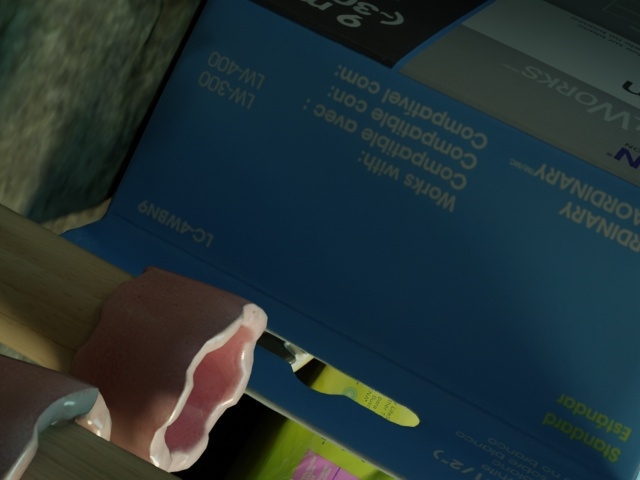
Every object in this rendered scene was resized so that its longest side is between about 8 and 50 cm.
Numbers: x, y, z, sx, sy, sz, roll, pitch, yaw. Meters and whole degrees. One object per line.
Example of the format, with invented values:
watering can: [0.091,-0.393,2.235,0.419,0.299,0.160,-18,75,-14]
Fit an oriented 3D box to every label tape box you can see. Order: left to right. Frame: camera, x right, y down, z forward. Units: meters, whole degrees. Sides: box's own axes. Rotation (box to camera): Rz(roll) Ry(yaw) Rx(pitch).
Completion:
label tape box: [0.073,-0.032,0.731,0.347,0.249,0.115,-36,150,-59]

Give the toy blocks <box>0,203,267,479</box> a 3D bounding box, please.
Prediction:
toy blocks: [-0.110,0.170,0.458,0.289,0.260,0.309,-66,165,16]

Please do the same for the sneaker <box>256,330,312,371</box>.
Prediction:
sneaker: [0.000,0.000,0.904,0.208,0.081,0.094,-50,171,-28]

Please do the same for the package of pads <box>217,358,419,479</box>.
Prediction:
package of pads: [0.011,0.132,0.975,0.297,0.101,0.229,-60,-174,-11]
